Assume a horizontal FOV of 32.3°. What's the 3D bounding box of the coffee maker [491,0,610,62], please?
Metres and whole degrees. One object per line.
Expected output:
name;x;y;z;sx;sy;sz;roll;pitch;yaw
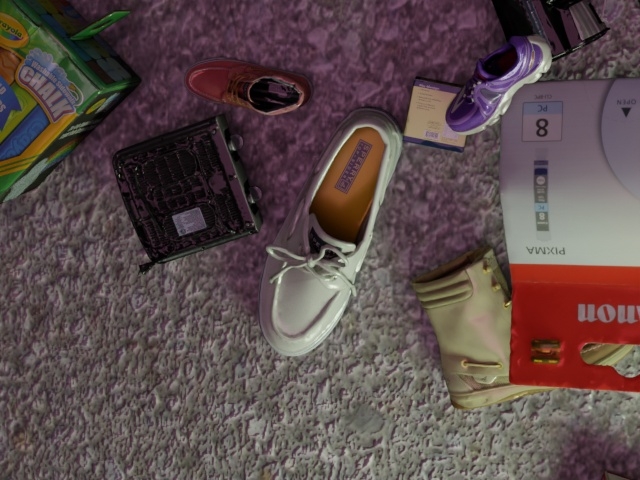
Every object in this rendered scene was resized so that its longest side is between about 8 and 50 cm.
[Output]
coffee maker;0.254;-0.308;1.400;0.171;0.120;0.178;-16;100;44

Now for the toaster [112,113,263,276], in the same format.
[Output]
toaster;-0.181;-0.066;1.498;0.186;0.110;0.168;-19;99;10

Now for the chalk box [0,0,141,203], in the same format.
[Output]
chalk box;-0.371;-0.215;1.456;0.289;0.180;0.179;-44;94;12

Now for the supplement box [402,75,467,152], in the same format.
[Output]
supplement box;0.157;-0.167;1.460;0.083;0.056;0.083;12;104;4

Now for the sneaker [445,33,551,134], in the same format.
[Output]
sneaker;0.203;-0.197;1.356;0.170;0.071;0.068;-47;53;40

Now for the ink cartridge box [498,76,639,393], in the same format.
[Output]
ink cartridge box;0.375;-0.006;1.352;0.308;0.091;0.384;1;86;22

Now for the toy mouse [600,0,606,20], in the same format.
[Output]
toy mouse;0.386;-0.362;1.366;0.143;0.031;0.160;-14;80;43

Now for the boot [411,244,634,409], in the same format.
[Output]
boot;0.271;0.099;1.488;0.262;0.095;0.203;-18;98;14

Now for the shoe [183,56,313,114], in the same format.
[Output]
shoe;-0.101;-0.206;1.472;0.178;0.081;0.063;8;103;6

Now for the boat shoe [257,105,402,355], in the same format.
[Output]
boat shoe;0.009;0.002;1.464;0.136;0.156;0.367;27;104;1

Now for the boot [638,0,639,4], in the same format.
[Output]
boot;0.496;-0.277;1.383;0.152;0.073;0.197;-23;97;13

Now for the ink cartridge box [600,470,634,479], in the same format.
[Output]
ink cartridge box;0.440;0.468;1.539;0.172;0.100;0.237;18;103;3
